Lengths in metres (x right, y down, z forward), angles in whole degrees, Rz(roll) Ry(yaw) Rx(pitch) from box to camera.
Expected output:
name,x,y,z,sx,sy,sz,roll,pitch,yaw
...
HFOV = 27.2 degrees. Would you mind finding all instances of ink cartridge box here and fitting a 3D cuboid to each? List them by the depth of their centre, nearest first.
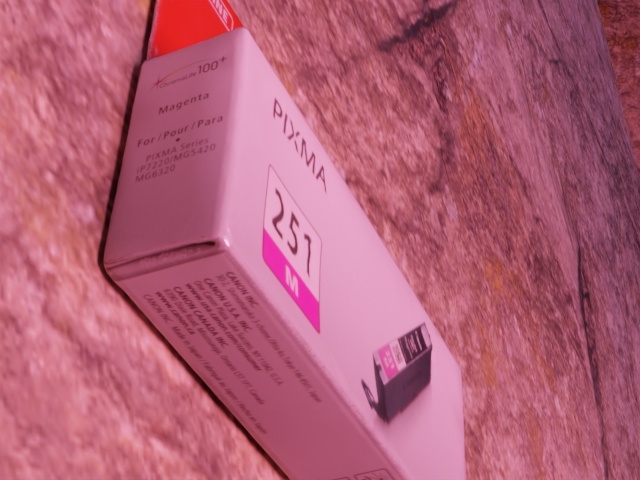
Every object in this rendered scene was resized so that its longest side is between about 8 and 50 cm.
name,x,y,z,sx,sy,sz,roll,pitch,yaw
ink cartridge box,0.000,0.000,0.666,0.275,0.060,0.239,56,28,-42
